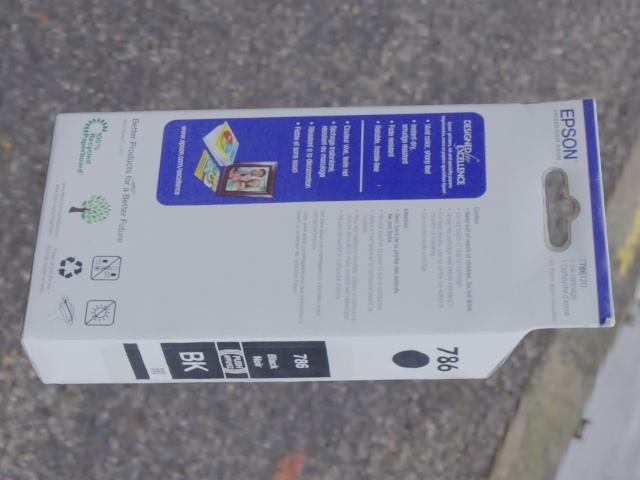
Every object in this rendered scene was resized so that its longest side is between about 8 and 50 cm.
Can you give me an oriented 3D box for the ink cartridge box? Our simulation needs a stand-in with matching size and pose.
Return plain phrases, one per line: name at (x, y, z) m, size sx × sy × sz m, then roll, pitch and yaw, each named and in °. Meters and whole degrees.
ink cartridge box at (0.000, 0.000, 0.909) m, size 0.065 × 0.333 × 0.165 m, roll 79°, pitch 12°, yaw -56°
